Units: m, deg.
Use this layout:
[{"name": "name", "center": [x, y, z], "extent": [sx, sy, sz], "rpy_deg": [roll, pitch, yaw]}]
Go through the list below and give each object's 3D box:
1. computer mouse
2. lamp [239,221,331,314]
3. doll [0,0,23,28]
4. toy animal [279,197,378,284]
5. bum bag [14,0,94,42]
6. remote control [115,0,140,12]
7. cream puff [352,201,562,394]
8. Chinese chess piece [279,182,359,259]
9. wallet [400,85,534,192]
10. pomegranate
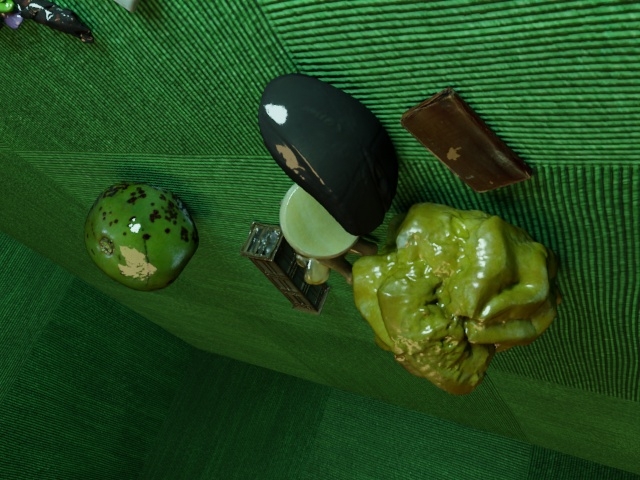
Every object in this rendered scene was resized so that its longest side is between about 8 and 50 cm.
[{"name": "computer mouse", "center": [0.032, -0.113, 0.745], "extent": [0.086, 0.138, 0.269], "rpy_deg": [10, 156, 49]}, {"name": "lamp", "center": [-0.076, 0.075, 1.341], "extent": [0.090, 0.089, 0.325], "rpy_deg": [10, 155, 28]}, {"name": "doll", "center": [-0.523, -0.352, 0.826], "extent": [0.190, 0.050, 0.115], "rpy_deg": [6, 157, 39]}, {"name": "toy animal", "center": [0.013, 0.010, 1.086], "extent": [0.168, 0.121, 0.233], "rpy_deg": [26, 157, 20]}, {"name": "bum bag", "center": [-0.382, -0.319, 0.788], "extent": [0.124, 0.034, 0.058], "rpy_deg": [22, 167, 1]}, {"name": "remote control", "center": [-0.288, -0.340, 0.663], "extent": [0.162, 0.029, 0.061], "rpy_deg": [31, 155, -20]}, {"name": "cream puff", "center": [0.232, 0.099, 0.885], "extent": [0.323, 0.270, 0.274], "rpy_deg": [32, 151, -27]}, {"name": "Chinese chess piece", "center": [0.003, -0.040, 0.933], "extent": [0.144, 0.144, 0.058], "rpy_deg": [25, -179, -8]}, {"name": "wallet", "center": [0.189, -0.125, 0.722], "extent": [0.176, 0.026, 0.095], "rpy_deg": [33, 150, -27]}, {"name": "pomegranate", "center": [-0.393, -0.012, 1.260], "extent": [0.254, 0.254, 0.270], "rpy_deg": [14, -170, 18]}]
